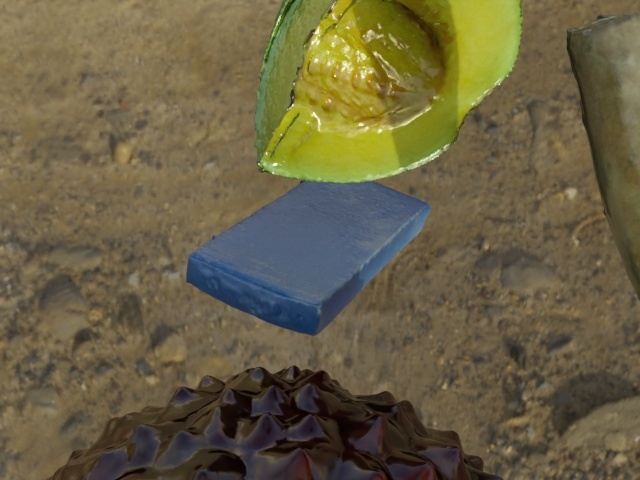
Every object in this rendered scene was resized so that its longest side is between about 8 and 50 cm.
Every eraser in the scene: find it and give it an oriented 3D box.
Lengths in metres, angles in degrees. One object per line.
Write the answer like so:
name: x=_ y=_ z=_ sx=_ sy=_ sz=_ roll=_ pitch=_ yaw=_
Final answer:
eraser: x=0.000 y=0.000 z=0.884 sx=0.144 sy=0.042 sz=0.312 roll=22 pitch=29 yaw=17

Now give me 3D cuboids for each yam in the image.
yam: x=0.194 y=0.039 z=0.406 sx=0.067 sy=0.317 sz=0.071 roll=-21 pitch=9 yaw=8

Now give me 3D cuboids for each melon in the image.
melon: x=0.062 y=-0.171 z=0.728 sx=0.169 sy=0.265 sz=0.129 roll=16 pitch=37 yaw=-34

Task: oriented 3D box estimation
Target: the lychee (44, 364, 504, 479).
lychee: x=-0.044 y=0.308 z=0.522 sx=0.425 sy=0.424 sz=0.500 roll=13 pitch=34 yaw=11
